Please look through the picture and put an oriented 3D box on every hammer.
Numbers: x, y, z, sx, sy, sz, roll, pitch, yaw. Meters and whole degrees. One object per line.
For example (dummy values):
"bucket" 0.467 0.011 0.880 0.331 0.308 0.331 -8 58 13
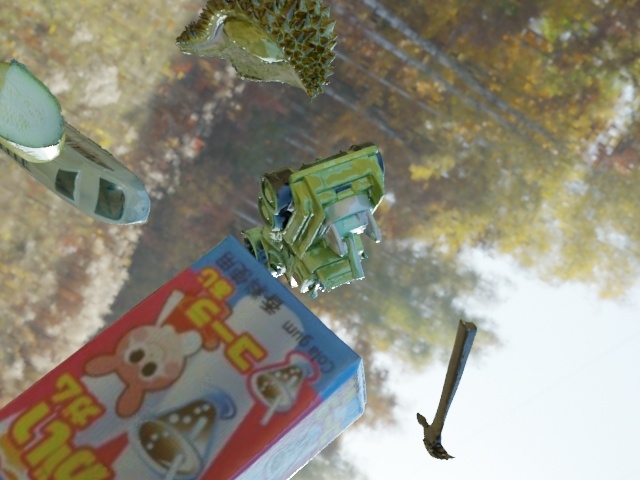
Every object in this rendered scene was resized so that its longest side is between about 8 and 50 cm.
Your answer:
"hammer" 0.204 0.235 1.580 0.125 0.026 0.297 -119 -151 -45

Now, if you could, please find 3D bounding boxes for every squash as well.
"squash" -0.324 -0.130 1.120 0.075 0.090 0.200 -18 168 0

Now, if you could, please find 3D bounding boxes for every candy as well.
"candy" -0.127 0.150 0.714 0.305 0.157 0.100 -38 153 -19

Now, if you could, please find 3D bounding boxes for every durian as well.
"durian" -0.098 -0.334 1.563 0.172 0.306 0.167 -37 132 -46

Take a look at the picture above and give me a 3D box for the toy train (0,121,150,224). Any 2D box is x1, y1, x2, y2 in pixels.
"toy train" -0.410 -0.128 1.545 0.088 0.407 0.087 -7 120 -44

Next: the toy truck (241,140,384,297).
"toy truck" -0.002 -0.002 1.115 0.128 0.135 0.259 -21 170 -19
